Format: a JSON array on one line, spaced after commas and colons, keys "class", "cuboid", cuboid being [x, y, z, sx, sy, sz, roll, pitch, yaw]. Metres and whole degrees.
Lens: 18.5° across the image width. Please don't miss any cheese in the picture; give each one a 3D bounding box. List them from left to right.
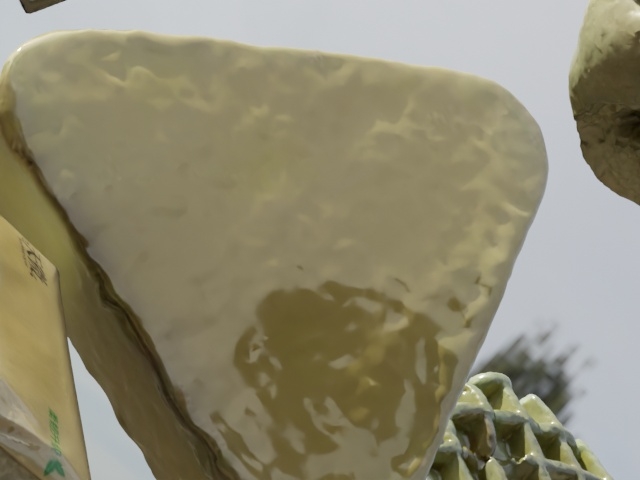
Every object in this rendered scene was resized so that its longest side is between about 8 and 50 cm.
[{"class": "cheese", "cuboid": [0.001, 0.001, 1.270, 0.384, 0.384, 0.104, 44, -33, 0]}]

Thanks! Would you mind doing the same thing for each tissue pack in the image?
[{"class": "tissue pack", "cuboid": [-0.209, 0.046, 1.033, 0.186, 0.090, 0.222, 45, 17, -33]}]

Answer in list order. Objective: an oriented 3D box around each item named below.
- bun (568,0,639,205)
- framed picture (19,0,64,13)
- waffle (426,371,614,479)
[{"class": "bun", "cuboid": [0.225, -0.090, 1.024, 0.178, 0.193, 0.128, 46, 3, -43]}, {"class": "framed picture", "cuboid": [-0.211, -0.340, 1.679, 0.018, 0.192, 0.265, -121, -170, -59]}, {"class": "waffle", "cuboid": [0.192, 0.255, 1.657, 0.309, 0.292, 0.056, 48, -56, 1]}]
